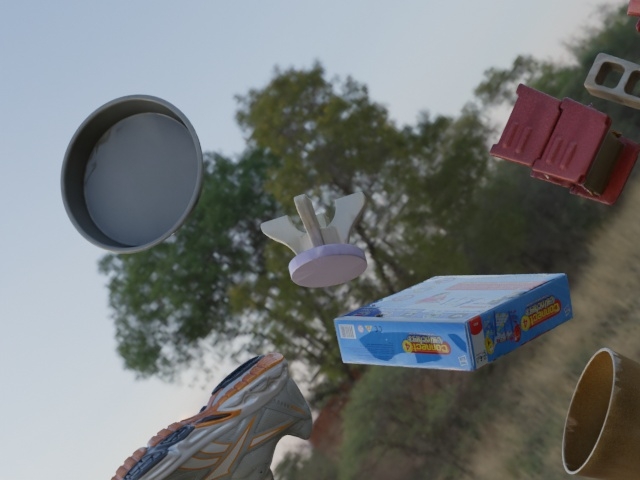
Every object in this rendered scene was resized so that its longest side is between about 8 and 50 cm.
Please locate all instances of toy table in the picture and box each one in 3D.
[{"bbox_3d":[0.000,0.000,2.238,0.252,0.161,0.274,-14,-16,-2],"label":"toy table"}]

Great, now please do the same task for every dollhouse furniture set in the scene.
[{"bbox_3d":[0.432,-0.255,1.479,0.201,0.152,0.374,18,-83,-58],"label":"dollhouse furniture set"}]

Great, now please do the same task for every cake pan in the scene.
[{"bbox_3d":[-0.336,-0.119,1.772,0.293,0.293,0.054,-54,-20,5],"label":"cake pan"}]

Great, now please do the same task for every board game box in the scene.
[{"bbox_3d":[0.239,0.140,1.747,0.302,0.086,0.308,-18,10,-42],"label":"board game box"}]

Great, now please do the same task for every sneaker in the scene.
[{"bbox_3d":[-0.115,0.245,1.069,0.262,0.121,0.099,-37,11,-16],"label":"sneaker"}]

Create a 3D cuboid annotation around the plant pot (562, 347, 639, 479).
[{"bbox_3d":[0.601,0.348,1.759,0.237,0.254,0.237,19,-90,-89],"label":"plant pot"}]
